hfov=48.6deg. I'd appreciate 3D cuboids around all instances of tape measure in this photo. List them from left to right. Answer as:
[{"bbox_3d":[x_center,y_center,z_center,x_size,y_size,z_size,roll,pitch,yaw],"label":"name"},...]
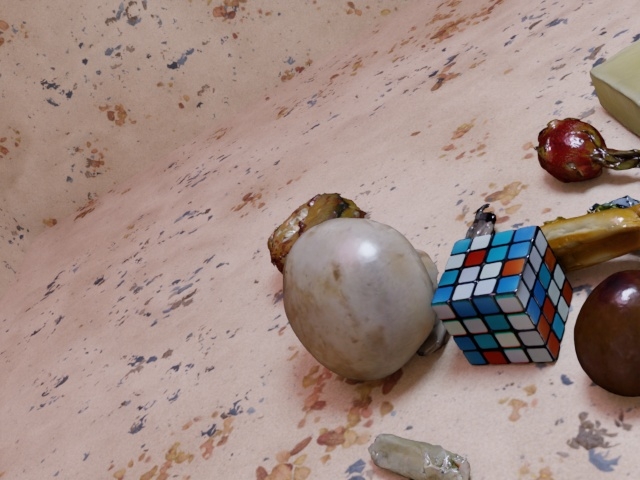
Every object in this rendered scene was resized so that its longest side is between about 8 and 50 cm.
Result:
[{"bbox_3d":[0.496,-0.027,1.158,0.054,0.091,0.094,-37,9,-18],"label":"tape measure"}]

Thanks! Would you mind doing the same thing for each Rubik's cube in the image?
[{"bbox_3d":[0.290,0.090,1.124,0.151,0.155,0.154,-11,35,38],"label":"Rubik's cube"}]

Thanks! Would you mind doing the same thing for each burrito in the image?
[{"bbox_3d":[0.141,0.321,1.045,0.188,0.045,0.058,-3,34,49],"label":"burrito"}]

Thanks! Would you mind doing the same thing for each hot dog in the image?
[{"bbox_3d":[0.416,0.000,1.141,0.269,0.109,0.072,-25,44,48],"label":"hot dog"}]

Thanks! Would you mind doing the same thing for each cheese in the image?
[{"bbox_3d":[0.697,-0.325,1.366,0.266,0.124,0.242,-29,32,10],"label":"cheese"}]

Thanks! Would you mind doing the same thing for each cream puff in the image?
[{"bbox_3d":[0.000,0.000,1.594,0.240,0.164,0.240,-41,15,14],"label":"cream puff"}]

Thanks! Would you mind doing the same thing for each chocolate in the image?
[{"bbox_3d":[0.413,0.115,0.945,0.177,0.176,0.176,-27,28,16],"label":"chocolate"}]

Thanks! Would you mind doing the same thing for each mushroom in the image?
[{"bbox_3d":[0.089,0.083,1.253,0.297,0.297,0.290,-2,19,47],"label":"mushroom"}]

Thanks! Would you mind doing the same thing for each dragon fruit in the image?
[{"bbox_3d":[0.505,-0.164,1.333,0.125,0.125,0.246,-41,34,-17],"label":"dragon fruit"}]

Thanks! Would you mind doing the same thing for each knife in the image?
[{"bbox_3d":[0.261,0.072,1.318,0.365,0.043,0.089,-59,3,-35],"label":"knife"}]
